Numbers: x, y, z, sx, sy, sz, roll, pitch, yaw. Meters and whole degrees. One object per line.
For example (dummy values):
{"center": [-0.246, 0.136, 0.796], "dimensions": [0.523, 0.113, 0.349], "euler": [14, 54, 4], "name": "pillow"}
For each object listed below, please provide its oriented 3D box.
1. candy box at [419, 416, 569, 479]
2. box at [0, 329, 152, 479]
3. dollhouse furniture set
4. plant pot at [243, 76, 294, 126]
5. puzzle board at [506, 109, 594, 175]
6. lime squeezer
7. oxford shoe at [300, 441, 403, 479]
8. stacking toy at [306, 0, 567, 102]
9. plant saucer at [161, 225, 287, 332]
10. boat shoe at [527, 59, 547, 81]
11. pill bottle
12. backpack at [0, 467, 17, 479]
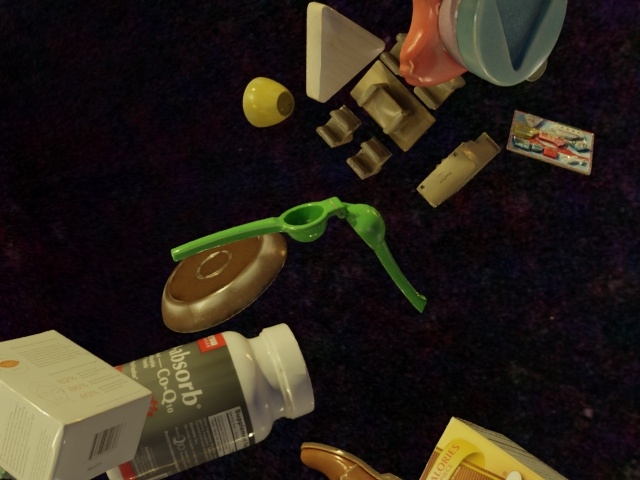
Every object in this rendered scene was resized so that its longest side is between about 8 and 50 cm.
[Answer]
{"center": [0.111, 0.175, 0.306], "dimensions": [0.053, 0.187, 0.109], "euler": [28, 89, -35], "name": "candy box"}
{"center": [-0.299, 0.184, 0.747], "dimensions": [0.130, 0.170, 0.091], "euler": [-7, 117, -62], "name": "box"}
{"center": [0.163, -0.190, 1.129], "dimensions": [0.242, 0.212, 0.161], "euler": [48, 30, 7], "name": "dollhouse furniture set"}
{"center": [-0.126, -0.368, 1.811], "dimensions": [0.134, 0.095, 0.134], "euler": [-17, 112, -47], "name": "plant pot"}
{"center": [0.353, -0.153, 1.032], "dimensions": [0.128, 0.011, 0.096], "euler": [19, 52, 5], "name": "puzzle board"}
{"center": [0.000, 0.000, 0.748], "dimensions": [0.310, 0.059, 0.110], "euler": [13, 127, -23], "name": "lime squeezer"}
{"center": [0.047, 0.352, 0.964], "dimensions": [0.076, 0.212, 0.076], "euler": [-57, 141, -21], "name": "oxford shoe"}
{"center": [0.114, -0.256, 0.567], "dimensions": [0.280, 0.130, 0.309], "euler": [-28, 129, -25], "name": "stacking toy"}
{"center": [-0.216, 0.065, 1.436], "dimensions": [0.310, 0.311, 0.050], "euler": [-44, 122, -22], "name": "plant saucer"}
{"center": [0.363, -0.401, 1.285], "dimensions": [0.081, 0.069, 0.227], "euler": [-41, 132, -6], "name": "boat shoe"}
{"center": [-0.210, 0.284, 1.208], "dimensions": [0.363, 0.210, 0.210], "euler": [-17, 99, -14], "name": "pill bottle"}
{"center": [-0.564, 0.372, 1.107], "dimensions": [0.115, 0.152, 0.182], "euler": [-18, 59, -38], "name": "backpack"}
